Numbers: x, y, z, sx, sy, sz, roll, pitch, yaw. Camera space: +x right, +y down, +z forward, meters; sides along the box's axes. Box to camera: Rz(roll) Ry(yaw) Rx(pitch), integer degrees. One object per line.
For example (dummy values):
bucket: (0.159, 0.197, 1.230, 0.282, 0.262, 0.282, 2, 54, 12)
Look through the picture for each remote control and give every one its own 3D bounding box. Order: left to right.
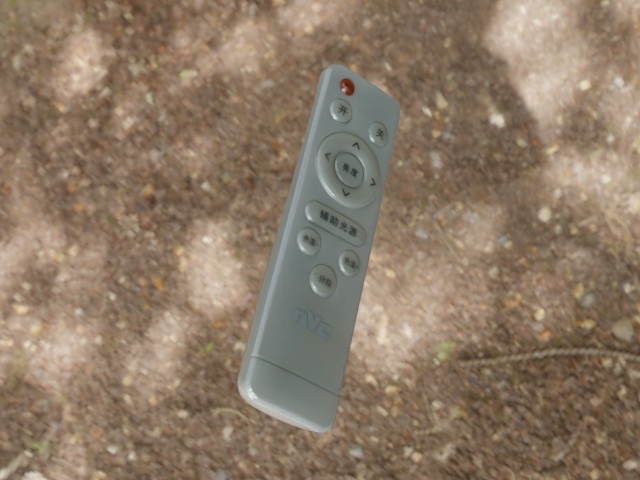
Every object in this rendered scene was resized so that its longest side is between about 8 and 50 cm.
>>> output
remote control: (0.000, 0.000, 0.541, 0.027, 0.050, 0.184, -24, 44, 49)
